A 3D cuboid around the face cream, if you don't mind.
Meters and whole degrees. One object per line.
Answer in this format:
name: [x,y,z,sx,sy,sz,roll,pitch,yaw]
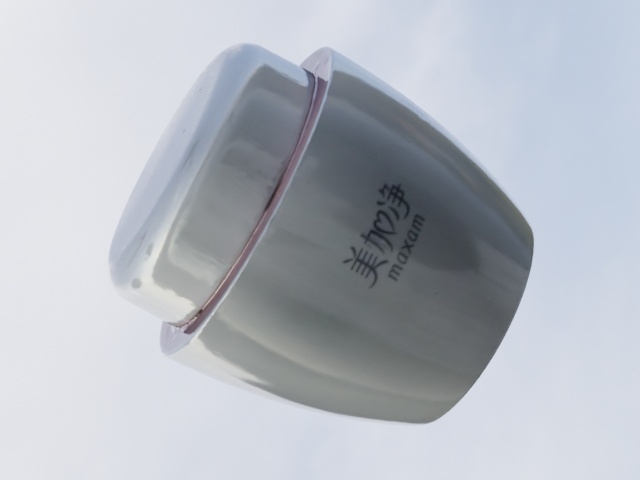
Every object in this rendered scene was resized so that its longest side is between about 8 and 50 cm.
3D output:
face cream: [0.000,0.000,0.454,0.095,0.091,0.091,28,-98,-13]
